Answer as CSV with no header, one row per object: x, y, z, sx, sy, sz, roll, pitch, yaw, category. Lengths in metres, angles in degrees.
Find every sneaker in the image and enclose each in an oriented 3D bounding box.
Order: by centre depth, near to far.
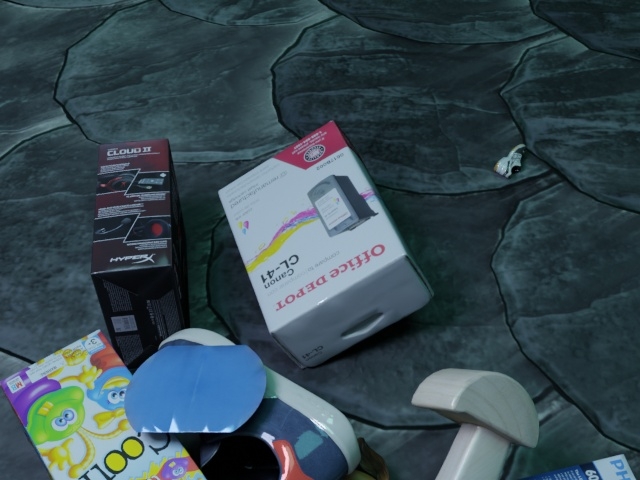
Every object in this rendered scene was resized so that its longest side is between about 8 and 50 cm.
-0.121,0.226,1.044,0.350,0.131,0.148,18,48,42,sneaker
0.347,-0.140,1.492,0.037,0.032,0.083,41,63,17,sneaker

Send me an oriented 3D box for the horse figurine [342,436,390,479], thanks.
0.003,0.341,1.011,0.175,0.066,0.263,25,54,32,horse figurine

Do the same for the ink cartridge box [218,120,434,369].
0.000,0.000,1.245,0.226,0.131,0.306,-31,47,6,ink cartridge box

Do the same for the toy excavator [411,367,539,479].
0.029,0.355,0.852,0.446,0.222,0.432,3,84,-30,toy excavator

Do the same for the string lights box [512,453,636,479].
0.262,0.353,0.983,0.260,0.076,0.133,-10,47,-8,string lights box

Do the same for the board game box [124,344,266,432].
-0.145,0.184,0.990,0.169,0.033,0.133,-2,39,8,board game box

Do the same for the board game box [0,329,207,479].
-0.260,0.270,1.031,0.144,0.142,0.275,-29,52,-24,board game box

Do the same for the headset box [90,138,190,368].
-0.260,0.006,1.233,0.110,0.218,0.293,-6,46,-6,headset box
